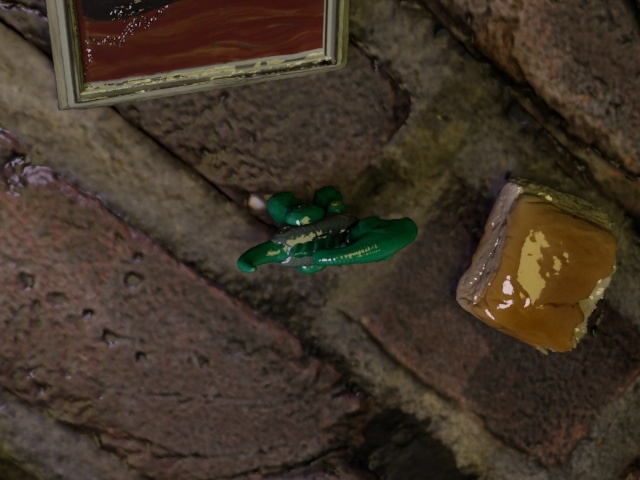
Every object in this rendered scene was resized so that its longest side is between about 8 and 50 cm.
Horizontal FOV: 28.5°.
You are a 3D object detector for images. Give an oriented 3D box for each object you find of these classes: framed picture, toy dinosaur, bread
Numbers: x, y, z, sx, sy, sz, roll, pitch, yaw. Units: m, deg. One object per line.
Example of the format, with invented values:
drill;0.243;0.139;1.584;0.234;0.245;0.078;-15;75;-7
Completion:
framed picture;-0.076;-0.207;0.811;0.216;0.016;0.273;-12;133;-14
toy dinosaur;0.000;0.000;0.921;0.132;0.096;0.059;-16;110;-18
bread;0.176;0.023;1.000;0.106;0.082;0.125;18;102;-31
